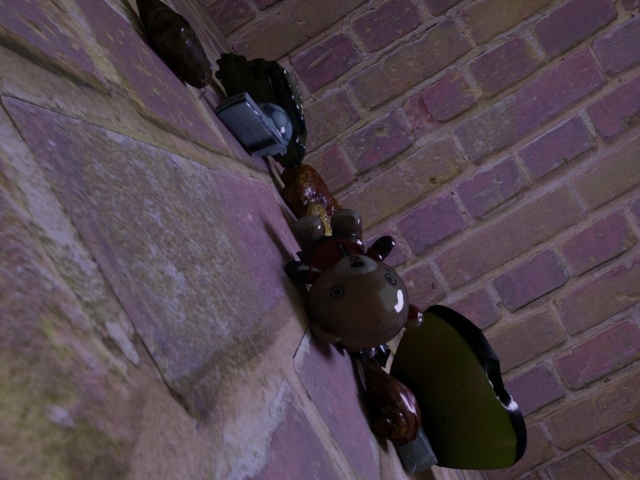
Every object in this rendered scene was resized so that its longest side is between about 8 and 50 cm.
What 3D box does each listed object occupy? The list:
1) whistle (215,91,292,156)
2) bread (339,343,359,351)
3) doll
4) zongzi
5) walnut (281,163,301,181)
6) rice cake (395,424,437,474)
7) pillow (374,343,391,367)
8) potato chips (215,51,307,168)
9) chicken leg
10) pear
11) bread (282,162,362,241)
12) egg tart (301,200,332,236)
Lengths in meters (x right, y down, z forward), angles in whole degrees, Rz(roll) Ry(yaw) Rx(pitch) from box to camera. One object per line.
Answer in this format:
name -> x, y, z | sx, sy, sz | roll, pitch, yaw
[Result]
whistle -> -0.170, -0.330, 1.323 | 0.290, 0.163, 0.163 | 46, 14, -52
bread -> 0.061, 0.190, 1.015 | 0.113, 0.060, 0.082 | -102, -173, -59
doll -> 0.048, 0.080, 0.960 | 0.330, 0.235, 0.174 | -118, -151, -49
zongzi -> -0.312, -0.425, 1.011 | 0.184, 0.084, 0.187 | 51, -5, 23
walnut -> -0.092, -0.234, 1.752 | 0.105, 0.105, 0.124 | 56, 18, -28
rice cake -> 0.179, 0.391, 1.000 | 0.063, 0.069, 0.206 | 54, 6, -39
pillow -> 0.151, 0.291, 1.341 | 0.136, 0.055, 0.091 | 56, 37, 3
potato chips -> -0.171, -0.403, 1.509 | 0.358, 0.070, 0.429 | 21, -31, 44
chicken leg -> 0.119, 0.286, 0.985 | 0.113, 0.093, 0.304 | 43, 9, -29
pear -> 0.281, 0.371, 1.127 | 0.399, 0.165, 0.399 | 55, -23, 38
bread -> 0.021, -0.083, 1.592 | 0.380, 0.109, 0.185 | 47, 27, -33
egg tart -> 0.000, 0.000, 1.369 | 0.232, 0.098, 0.252 | 65, 10, -1
